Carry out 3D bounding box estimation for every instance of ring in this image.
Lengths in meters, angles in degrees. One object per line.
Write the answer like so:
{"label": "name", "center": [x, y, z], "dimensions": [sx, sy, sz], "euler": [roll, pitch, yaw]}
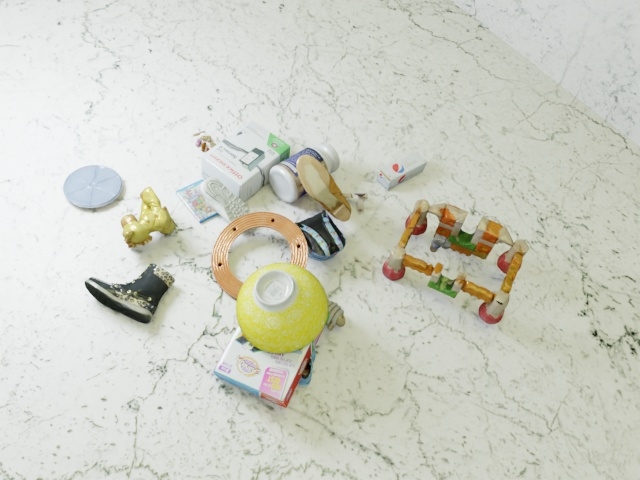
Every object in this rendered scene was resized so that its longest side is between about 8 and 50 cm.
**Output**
{"label": "ring", "center": [-0.209, 0.056, 1.815], "dimensions": [0.336, 0.032, 0.337], "euler": [-1, 66, 3]}

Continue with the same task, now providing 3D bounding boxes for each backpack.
{"label": "backpack", "center": [0.000, 0.000, 1.894], "dimensions": [0.158, 0.117, 0.173], "euler": [-26, 64, -27]}

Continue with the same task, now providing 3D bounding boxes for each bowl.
{"label": "bowl", "center": [-0.126, 0.173, 1.570], "dimensions": [0.289, 0.156, 0.290], "euler": [-3, 58, 5]}

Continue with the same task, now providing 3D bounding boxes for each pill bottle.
{"label": "pill bottle", "center": [-0.058, -0.271, 2.048], "dimensions": [0.264, 0.153, 0.153], "euler": [-36, 69, -30]}

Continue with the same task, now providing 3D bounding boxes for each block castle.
{"label": "block castle", "center": [0.480, 0.073, 1.896], "dimensions": [0.453, 0.213, 0.303], "euler": [24, 66, 13]}

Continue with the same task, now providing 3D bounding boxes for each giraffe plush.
{"label": "giraffe plush", "center": [-0.593, -0.052, 1.781], "dimensions": [0.170, 0.181, 0.210], "euler": [-34, 50, -17]}

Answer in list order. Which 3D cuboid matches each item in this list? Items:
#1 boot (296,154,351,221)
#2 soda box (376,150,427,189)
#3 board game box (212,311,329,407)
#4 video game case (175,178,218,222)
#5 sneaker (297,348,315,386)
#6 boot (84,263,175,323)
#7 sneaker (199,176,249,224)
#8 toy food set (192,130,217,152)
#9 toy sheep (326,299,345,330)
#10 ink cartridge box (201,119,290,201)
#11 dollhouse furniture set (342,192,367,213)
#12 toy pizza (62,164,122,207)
{"label": "boot", "center": [0.008, -0.193, 1.945], "dimensions": [0.104, 0.211, 0.295], "euler": [-37, 103, 5]}
{"label": "soda box", "center": [0.340, -0.292, 2.201], "dimensions": [0.216, 0.069, 0.074], "euler": [-29, 66, -27]}
{"label": "board game box", "center": [-0.145, 0.313, 1.615], "dimensions": [0.242, 0.064, 0.317], "euler": [19, 62, 18]}
{"label": "video game case", "center": [-0.444, -0.148, 1.966], "dimensions": [0.119, 0.015, 0.166], "euler": [-31, 66, -28]}
{"label": "sneaker", "center": [-0.042, 0.372, 1.652], "dimensions": [0.063, 0.073, 0.162], "euler": [6, 54, -8]}
{"label": "boot", "center": [-0.605, 0.142, 1.688], "dimensions": [0.236, 0.085, 0.179], "euler": [28, 52, 0]}
{"label": "sneaker", "center": [-0.346, -0.124, 1.916], "dimensions": [0.235, 0.094, 0.090], "euler": [52, 54, -9]}
{"label": "toy food set", "center": [-0.462, -0.384, 2.126], "dimensions": [0.077, 0.019, 0.122], "euler": [-27, 72, -26]}
{"label": "toy sheep", "center": [0.028, 0.243, 1.753], "dimensions": [0.132, 0.091, 0.091], "euler": [33, 55, 18]}
{"label": "ink cartridge box", "center": [-0.288, -0.306, 2.042], "dimensions": [0.211, 0.122, 0.289], "euler": [36, 57, 14]}
{"label": "dollhouse furniture set", "center": [0.123, -0.146, 2.090], "dimensions": [0.114, 0.091, 0.081], "euler": [2, 95, 16]}
{"label": "toy pizza", "center": [-0.820, -0.192, 1.906], "dimensions": [0.201, 0.032, 0.201], "euler": [5, 54, -7]}
